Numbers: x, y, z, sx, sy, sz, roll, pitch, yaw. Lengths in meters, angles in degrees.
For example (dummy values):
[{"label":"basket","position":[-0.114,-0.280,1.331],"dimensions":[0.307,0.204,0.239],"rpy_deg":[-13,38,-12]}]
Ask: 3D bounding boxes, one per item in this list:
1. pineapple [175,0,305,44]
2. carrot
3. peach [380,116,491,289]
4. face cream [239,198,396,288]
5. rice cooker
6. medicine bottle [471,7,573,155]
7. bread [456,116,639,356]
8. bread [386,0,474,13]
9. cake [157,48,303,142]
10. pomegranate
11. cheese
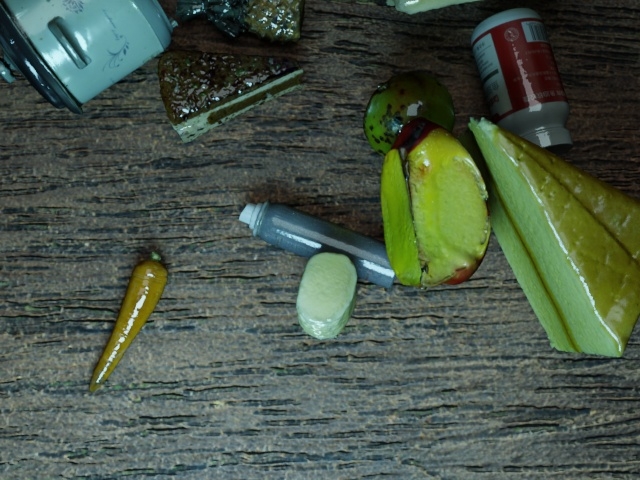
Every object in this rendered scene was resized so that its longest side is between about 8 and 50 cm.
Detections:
[{"label":"pineapple","position":[-0.144,-0.415,1.504],"dimensions":[0.237,0.111,0.119],"rpy_deg":[8,48,6]},{"label":"carrot","position":[-0.318,0.138,1.410],"dimensions":[0.061,0.061,0.256],"rpy_deg":[23,82,3]},{"label":"peach","position":[0.177,-0.056,1.357],"dimensions":[0.159,0.154,0.267],"rpy_deg":[-7,81,-23]},{"label":"face cream","position":[0.000,0.000,1.434],"dimensions":[0.284,0.073,0.073],"rpy_deg":[20,79,3]},{"label":"rice cooker","position":[-0.411,-0.364,1.399],"dimensions":[0.317,0.316,0.264],"rpy_deg":[-38,126,-8]},{"label":"medicine bottle","position":[0.350,-0.265,1.467],"dimensions":[0.131,0.131,0.250],"rpy_deg":[-12,79,-4]},{"label":"bread","position":[0.329,-0.013,1.342],"dimensions":[0.362,0.233,0.245],"rpy_deg":[31,81,-4]},{"label":"bread","position":[0.266,-0.594,1.406],"dimensions":[0.390,0.279,0.371],"rpy_deg":[-13,106,-4]},{"label":"cake","position":[-0.165,-0.287,1.470],"dimensions":[0.246,0.112,0.135],"rpy_deg":[-27,78,-6]},{"label":"pomegranate","position":[0.166,-0.196,1.448],"dimensions":[0.205,0.159,0.159],"rpy_deg":[33,78,-25]},{"label":"cheese","position":[0.007,0.092,1.368],"dimensions":[0.094,0.167,0.123],"rpy_deg":[24,76,8]}]
